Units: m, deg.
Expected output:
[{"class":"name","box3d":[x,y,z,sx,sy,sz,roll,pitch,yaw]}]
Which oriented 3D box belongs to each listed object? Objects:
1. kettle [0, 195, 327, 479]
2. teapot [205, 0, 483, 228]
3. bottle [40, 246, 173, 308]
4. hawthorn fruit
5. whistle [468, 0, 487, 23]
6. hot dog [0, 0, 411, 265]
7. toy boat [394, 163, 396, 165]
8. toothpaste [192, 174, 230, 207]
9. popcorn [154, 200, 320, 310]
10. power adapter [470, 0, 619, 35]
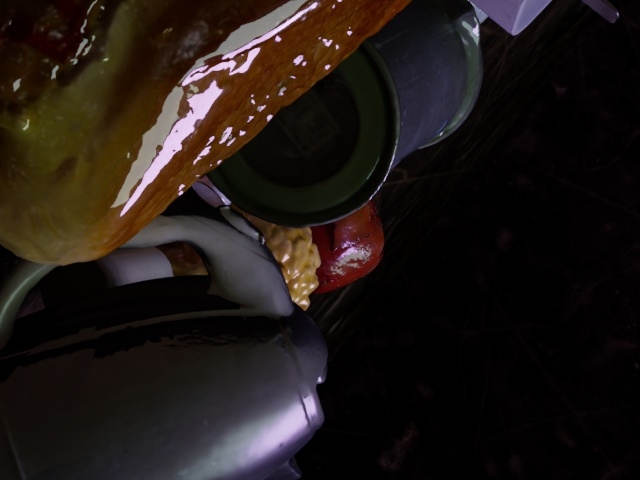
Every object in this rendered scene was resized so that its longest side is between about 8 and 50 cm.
[{"class":"kettle","box3d":[-0.158,0.112,1.760,0.324,0.321,0.228,-19,-157,-4]},{"class":"teapot","box3d":[0.012,-0.132,1.910,0.270,0.200,0.337,-39,178,26]},{"class":"bottle","box3d":[-0.206,0.041,1.938,0.072,0.072,0.201,-50,171,10]},{"class":"hawthorn fruit","box3d":[0.000,0.000,2.579,0.172,0.148,0.148,-35,169,-8]},{"class":"whistle","box3d":[0.183,-0.300,2.299,0.244,0.092,0.110,-33,152,-57]},{"class":"hot dog","box3d":[-0.078,-0.170,1.257,0.405,0.185,0.223,-43,171,-34]},{"class":"toy boat","box3d":[0.026,-0.121,2.247,0.276,0.111,0.293,-43,172,23]},{"class":"toothpaste","box3d":[-0.060,-0.115,2.097,0.193,0.045,0.071,-51,-178,-20]},{"class":"popcorn","box3d":[-0.092,0.028,2.124,0.170,0.180,0.180,24,112,-41]},{"class":"power adapter","box3d":[0.190,-0.299,1.809,0.187,0.255,0.124,-46,168,-16]}]
